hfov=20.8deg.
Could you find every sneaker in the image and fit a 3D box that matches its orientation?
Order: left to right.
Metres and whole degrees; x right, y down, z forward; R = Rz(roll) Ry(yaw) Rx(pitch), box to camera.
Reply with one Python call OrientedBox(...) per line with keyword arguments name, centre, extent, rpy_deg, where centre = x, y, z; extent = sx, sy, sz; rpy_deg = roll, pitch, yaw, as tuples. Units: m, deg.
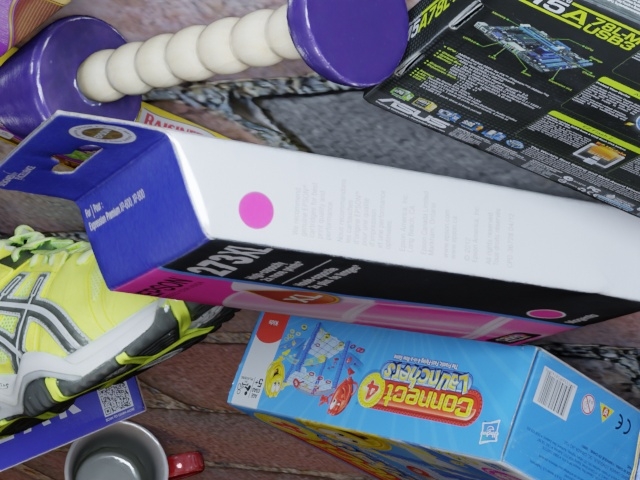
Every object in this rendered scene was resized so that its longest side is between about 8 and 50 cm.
OrientedBox(name="sneaker", centre=(-0.207, 0.052, 1.305), extent=(0.384, 0.147, 0.145), rpy_deg=(-26, 174, 35))

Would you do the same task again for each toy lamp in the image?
OrientedBox(name="toy lamp", centre=(-0.078, -0.094, 0.919), extent=(0.080, 0.080, 0.274), rpy_deg=(31, 155, -36))

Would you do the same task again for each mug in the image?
OrientedBox(name="mug", centre=(-0.218, 0.275, 1.967), extent=(0.150, 0.113, 0.169), rpy_deg=(19, 163, -6))

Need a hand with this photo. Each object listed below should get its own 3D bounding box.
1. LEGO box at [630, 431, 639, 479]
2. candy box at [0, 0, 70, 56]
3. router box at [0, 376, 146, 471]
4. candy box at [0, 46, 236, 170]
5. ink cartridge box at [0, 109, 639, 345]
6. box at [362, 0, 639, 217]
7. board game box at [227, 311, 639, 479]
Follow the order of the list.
OrientedBox(name="LEGO box", centre=(0.501, 0.250, 1.246), extent=(0.372, 0.193, 0.500), rpy_deg=(-3, 153, 41))
OrientedBox(name="candy box", centre=(-0.171, -0.155, 0.862), extent=(0.109, 0.053, 0.186), rpy_deg=(26, 156, -25))
OrientedBox(name="router box", centre=(-0.380, 0.177, 1.578), extent=(0.335, 0.082, 0.301), rpy_deg=(-20, -174, -39))
OrientedBox(name="candy box", centre=(-0.142, -0.068, 1.109), extent=(0.206, 0.027, 0.105), rpy_deg=(22, 157, -19))
OrientedBox(name="ink cartridge box", centre=(0.000, 0.000, 1.020), extent=(0.371, 0.069, 0.176), rpy_deg=(11, 165, -22))
OrientedBox(name="box", centre=(0.140, -0.078, 0.854), extent=(0.190, 0.045, 0.184), rpy_deg=(21, 157, -14))
OrientedBox(name="board game box", centre=(0.137, 0.162, 1.370), extent=(0.308, 0.086, 0.302), rpy_deg=(31, 163, -37))
